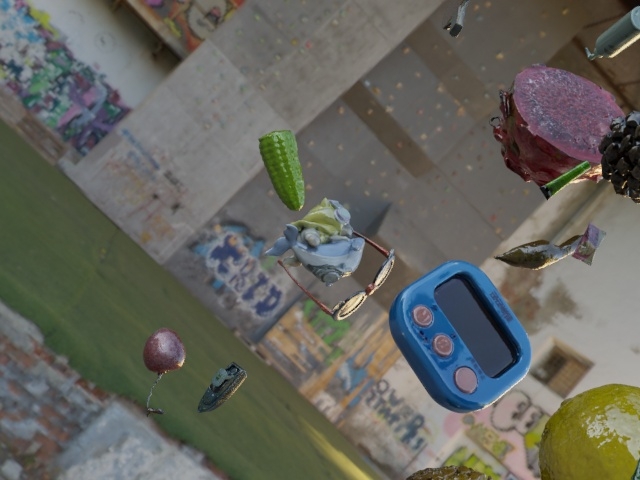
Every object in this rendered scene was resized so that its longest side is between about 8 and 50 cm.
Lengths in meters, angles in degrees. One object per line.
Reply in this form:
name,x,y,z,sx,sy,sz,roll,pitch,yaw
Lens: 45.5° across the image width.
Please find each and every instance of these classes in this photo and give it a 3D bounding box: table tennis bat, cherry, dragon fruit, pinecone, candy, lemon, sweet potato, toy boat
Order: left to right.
cherry,-0.390,0.326,1.912,0.090,0.106,0.226,134,-46,-62
toy boat,-0.236,0.349,1.784,0.055,0.141,0.060,25,-22,49
candy,-0.088,-0.175,1.911,0.097,0.096,0.210,-167,-120,-79
table tennis bat,0.275,-0.461,1.493,0.019,0.220,0.130,28,-47,-9
sweet potato,0.590,0.032,1.994,0.075,0.269,0.075,168,-90,-79
dragon fruit,0.646,-0.287,2.093,0.371,0.386,0.249,51,-37,18
lemon,0.570,0.431,1.415,0.336,0.336,0.336,43,-6,5
pinecone,0.635,-0.172,1.491,0.205,0.179,0.184,-107,-178,-54

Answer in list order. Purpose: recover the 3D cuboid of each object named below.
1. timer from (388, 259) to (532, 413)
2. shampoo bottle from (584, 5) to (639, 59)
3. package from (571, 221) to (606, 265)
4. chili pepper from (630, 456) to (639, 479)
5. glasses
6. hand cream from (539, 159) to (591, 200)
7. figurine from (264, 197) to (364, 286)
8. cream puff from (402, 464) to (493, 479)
timer,0.338,0.233,1.855,0.340,0.309,0.115,56,-31,8
shampoo bottle,0.607,-0.413,1.568,0.056,0.056,0.195,44,-14,0
package,0.577,0.008,1.632,0.059,0.083,0.029,25,0,-22
chili pepper,0.490,0.319,1.075,0.088,0.227,0.059,17,-32,36
glasses,0.033,0.057,1.942,0.268,0.234,0.118,37,-22,24
hand cream,0.559,-0.140,1.736,0.036,0.122,0.023,55,4,-9
figurine,0.000,0.000,1.474,0.208,0.128,0.184,8,49,-33
cream puff,0.272,0.643,1.754,0.327,0.343,0.231,8,45,-55
